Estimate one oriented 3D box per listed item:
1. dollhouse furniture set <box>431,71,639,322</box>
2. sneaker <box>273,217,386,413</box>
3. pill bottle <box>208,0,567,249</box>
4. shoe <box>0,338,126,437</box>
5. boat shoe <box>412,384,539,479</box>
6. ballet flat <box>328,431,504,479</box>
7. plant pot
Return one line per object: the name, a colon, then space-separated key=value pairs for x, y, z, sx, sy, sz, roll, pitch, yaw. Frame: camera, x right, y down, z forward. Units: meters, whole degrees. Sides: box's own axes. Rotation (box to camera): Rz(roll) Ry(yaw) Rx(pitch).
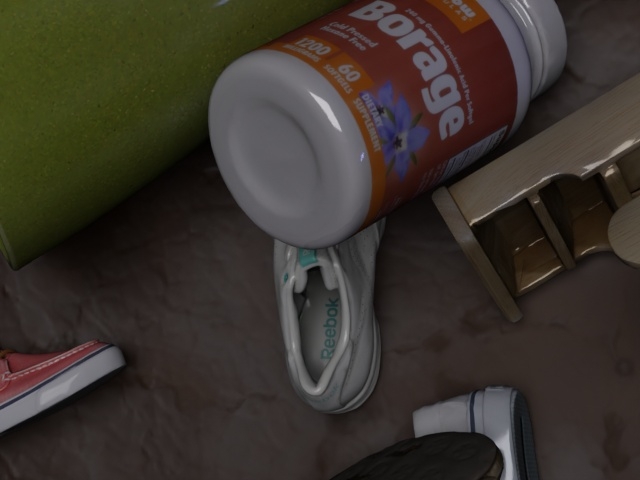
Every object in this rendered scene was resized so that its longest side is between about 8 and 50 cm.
dollhouse furniture set: x=0.197 y=0.042 z=1.149 sx=0.161 sy=0.212 sz=0.242 roll=-31 pitch=53 yaw=4
sneaker: x=0.000 y=0.000 z=1.243 sx=0.080 sy=0.094 sz=0.212 roll=-9 pitch=82 yaw=11
pill bottle: x=0.047 y=-0.089 z=1.184 sx=0.216 sy=0.121 sz=0.121 roll=-31 pitch=75 yaw=-38
shoe: x=-0.217 y=0.087 z=1.287 sx=0.178 sy=0.063 sz=0.081 roll=-27 pitch=84 yaw=10
boat shoe: x=0.100 y=0.204 z=1.217 sx=0.076 sy=0.083 sz=0.226 roll=-11 pitch=70 yaw=20
ballet flat: x=0.010 y=0.182 z=1.208 sx=0.250 sy=0.084 sz=0.058 roll=-27 pitch=107 yaw=26
plant pot: x=-0.112 y=-0.166 z=1.219 sx=0.293 sy=0.275 sz=0.275 roll=-25 pitch=79 yaw=-10
